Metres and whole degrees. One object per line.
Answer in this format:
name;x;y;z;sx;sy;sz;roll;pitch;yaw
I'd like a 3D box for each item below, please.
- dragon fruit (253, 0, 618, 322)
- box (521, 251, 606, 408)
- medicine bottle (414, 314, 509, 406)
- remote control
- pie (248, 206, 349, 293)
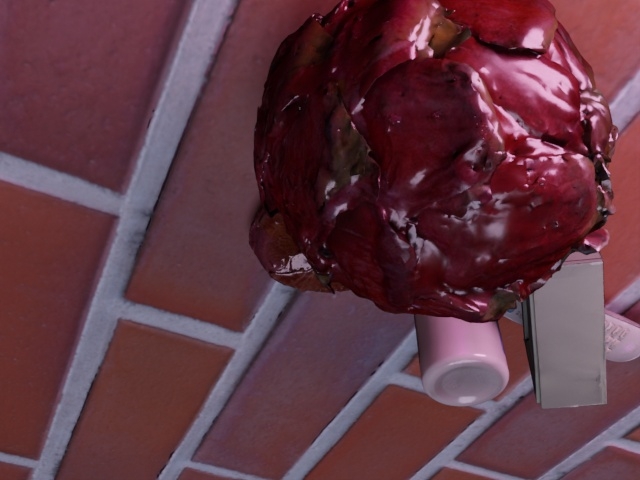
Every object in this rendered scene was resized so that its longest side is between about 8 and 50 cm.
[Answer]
dragon fruit;0.095;-0.084;0.629;0.329;0.329;0.329;1;133;1
box;0.296;0.081;0.865;0.086;0.129;0.225;-7;122;13
medicine bottle;0.170;0.105;0.879;0.103;0.186;0.102;0;133;0
remote control;0.360;0.109;0.982;0.229;0.044;0.073;22;127;-8
pie;0.000;0.000;0.878;0.183;0.049;0.182;1;139;1
